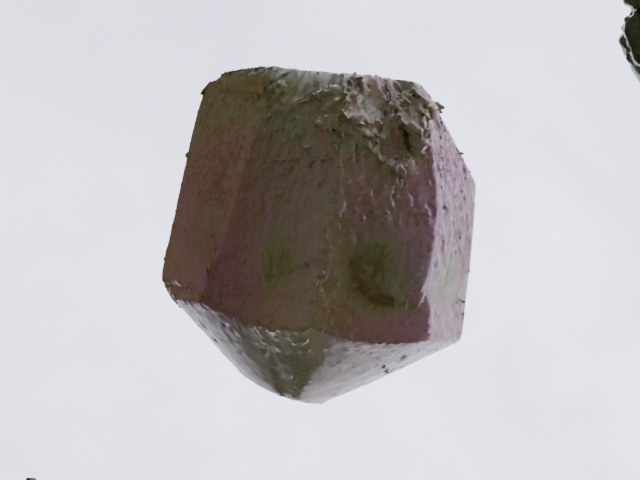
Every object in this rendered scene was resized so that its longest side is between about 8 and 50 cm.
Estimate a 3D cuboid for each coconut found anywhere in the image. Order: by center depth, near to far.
[{"bbox_3d":[0.000,0.000,1.211,0.233,0.233,0.245,6,-95,15],"label":"coconut"}]

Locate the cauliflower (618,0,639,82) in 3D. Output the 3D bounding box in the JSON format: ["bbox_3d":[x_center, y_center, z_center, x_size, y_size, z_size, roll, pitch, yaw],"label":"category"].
[{"bbox_3d":[0.273,-0.185,1.018,0.281,0.260,0.327,-42,-72,-4],"label":"cauliflower"}]

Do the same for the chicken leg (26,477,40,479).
[{"bbox_3d":[-0.169,0.307,1.131,0.152,0.429,0.201,-36,-59,-4],"label":"chicken leg"}]
